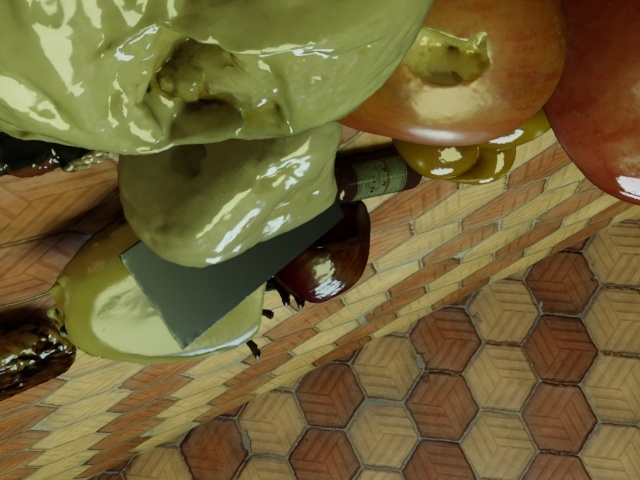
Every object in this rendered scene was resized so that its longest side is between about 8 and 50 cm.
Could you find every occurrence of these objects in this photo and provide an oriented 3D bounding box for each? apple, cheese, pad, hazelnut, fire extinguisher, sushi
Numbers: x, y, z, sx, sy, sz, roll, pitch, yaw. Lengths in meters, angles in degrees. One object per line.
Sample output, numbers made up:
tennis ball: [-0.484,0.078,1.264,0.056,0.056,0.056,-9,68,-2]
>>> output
apple: [0.081,-0.191,0.855,0.241,0.242,0.242,-9,159,-30]
cheese: [-0.095,-0.094,1.020,0.248,0.173,0.251,-29,169,-21]
pad: [-0.104,-0.008,1.263,0.300,0.005,0.202,-40,137,-16]
hazelnut: [-0.008,0.002,1.500,0.170,0.201,0.160,-1,133,-3]
apple: [0.401,-0.224,0.995,0.364,0.364,0.364,-24,165,-7]
cheese: [-0.212,0.058,1.298,0.316,0.128,0.259,-6,116,-31]
fire extinguisher: [0.054,-0.106,1.451,0.231,0.071,0.099,-12,132,-38]
sushi: [-0.255,-0.077,0.863,0.290,0.050,0.264,-19,-172,-22]

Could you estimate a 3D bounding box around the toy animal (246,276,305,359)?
toy animal: [-0.182,0.099,1.520,0.243,0.260,0.087,-36,138,-53]

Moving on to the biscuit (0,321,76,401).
biscuit: [-0.532,0.207,1.528,0.289,0.081,0.334,-19,168,-27]

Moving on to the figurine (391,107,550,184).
figurine: [0.200,-0.175,1.188,0.215,0.215,0.228,-18,-177,-27]

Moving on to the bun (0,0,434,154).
bun: [-0.098,-0.161,0.615,0.361,0.213,0.361,-5,164,-1]
